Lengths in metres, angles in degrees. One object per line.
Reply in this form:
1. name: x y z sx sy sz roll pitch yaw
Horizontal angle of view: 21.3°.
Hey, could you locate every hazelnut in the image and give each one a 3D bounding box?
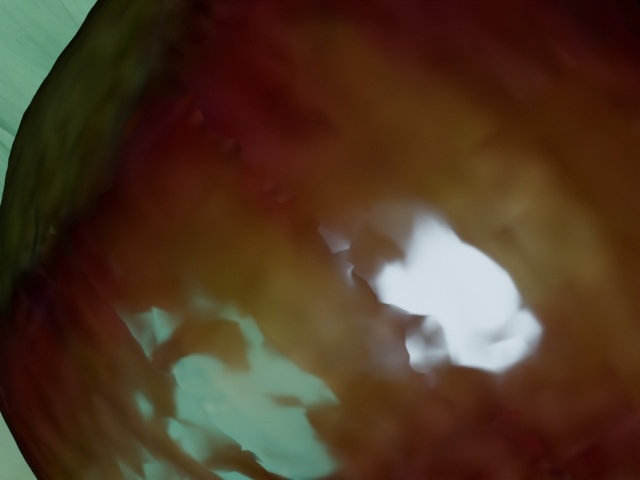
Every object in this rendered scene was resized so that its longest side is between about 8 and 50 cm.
1. hazelnut: 0.038 0.033 0.784 0.421 0.353 0.421 25 128 37
